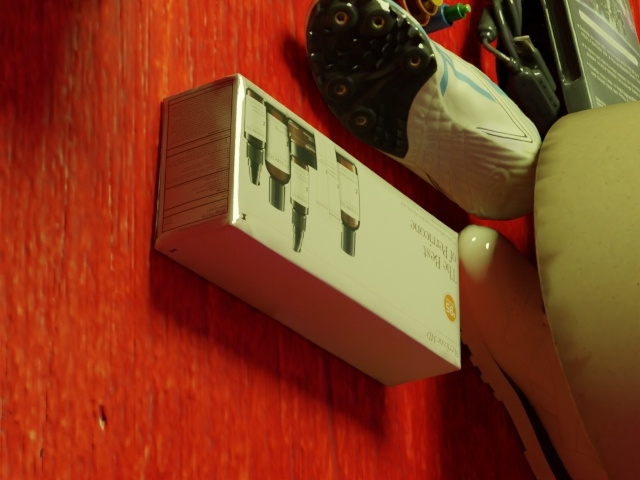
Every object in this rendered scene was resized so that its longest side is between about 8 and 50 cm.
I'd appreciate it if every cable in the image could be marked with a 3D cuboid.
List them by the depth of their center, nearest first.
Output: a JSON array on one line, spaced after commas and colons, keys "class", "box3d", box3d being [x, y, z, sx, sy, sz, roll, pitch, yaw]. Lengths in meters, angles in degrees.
[{"class": "cable", "box3d": [0.167, -0.135, 1.512, 0.184, 0.047, 0.150, 49, 32, -42]}]

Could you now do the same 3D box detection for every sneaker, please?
[{"class": "sneaker", "box3d": [0.065, -0.096, 1.305, 0.237, 0.085, 0.086, 40, 19, -39]}, {"class": "sneaker", "box3d": [0.168, 0.080, 1.368, 0.235, 0.095, 0.090, 57, 37, -24]}]

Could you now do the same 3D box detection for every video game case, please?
[{"class": "video game case", "box3d": [0.217, -0.160, 1.553, 0.196, 0.026, 0.274, 23, 52, -61]}]

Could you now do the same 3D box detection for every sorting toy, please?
[{"class": "sorting toy", "box3d": [0.077, -0.176, 1.379, 0.061, 0.042, 0.102, 61, 34, -22]}]

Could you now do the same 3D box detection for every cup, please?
[{"class": "cup", "box3d": [0.322, 0.035, 1.318, 0.331, 0.237, 0.331, 39, 41, -45]}]

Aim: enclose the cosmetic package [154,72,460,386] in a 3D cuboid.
[{"class": "cosmetic package", "box3d": [0.000, 0.000, 1.164, 0.239, 0.060, 0.098, 33, 52, -48]}]
